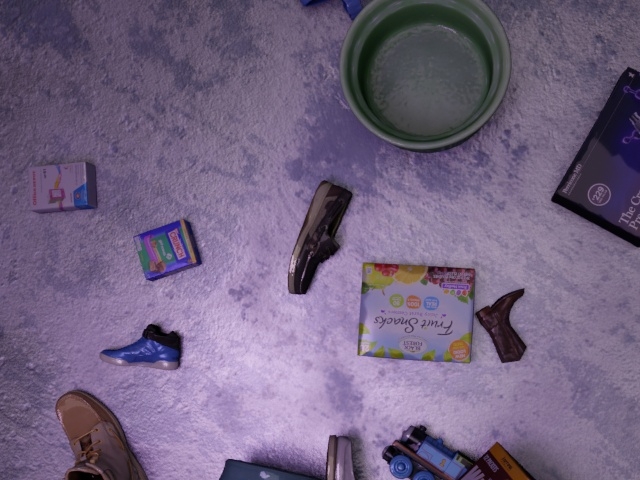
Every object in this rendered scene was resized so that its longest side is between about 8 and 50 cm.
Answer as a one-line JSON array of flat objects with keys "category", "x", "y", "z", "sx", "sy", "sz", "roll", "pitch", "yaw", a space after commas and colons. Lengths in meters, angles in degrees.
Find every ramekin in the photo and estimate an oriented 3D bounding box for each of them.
[{"category": "ramekin", "x": 0.192, "y": -0.304, "z": 1.750, "sx": 0.303, "sy": 0.148, "sz": 0.303, "roll": -1, "pitch": 85, "yaw": 8}]

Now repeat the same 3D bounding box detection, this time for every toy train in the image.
[{"category": "toy train", "x": 0.203, "y": 0.410, "z": 1.723, "sx": 0.184, "sy": 0.080, "sz": 0.105, "roll": 33, "pitch": 82, "yaw": 11}]

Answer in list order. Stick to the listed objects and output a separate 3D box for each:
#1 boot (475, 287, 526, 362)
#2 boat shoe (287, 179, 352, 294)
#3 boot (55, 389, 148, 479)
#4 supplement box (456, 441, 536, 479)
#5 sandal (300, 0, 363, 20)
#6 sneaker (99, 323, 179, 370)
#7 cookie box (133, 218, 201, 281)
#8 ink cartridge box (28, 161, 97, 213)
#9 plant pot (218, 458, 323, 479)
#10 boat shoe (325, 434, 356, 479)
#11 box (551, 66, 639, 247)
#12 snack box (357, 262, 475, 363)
[{"category": "boot", "x": 0.352, "y": 0.157, "z": 1.743, "sx": 0.106, "sy": 0.037, "sz": 0.114, "roll": -31, "pitch": 86, "yaw": 1}, {"category": "boat shoe", "x": 0.000, "y": 0.000, "z": 1.786, "sx": 0.073, "sy": 0.080, "sz": 0.224, "roll": 16, "pitch": 83, "yaw": 15}, {"category": "boot", "x": -0.426, "y": 0.394, "z": 1.750, "sx": 0.095, "sy": 0.203, "sz": 0.262, "roll": -34, "pitch": 82, "yaw": 3}, {"category": "supplement box", "x": 0.313, "y": 0.492, "z": 1.631, "sx": 0.194, "sy": 0.129, "sz": 0.191, "roll": -44, "pitch": 112, "yaw": 2}, {"category": "sandal", "x": -0.015, "y": -0.510, "z": 1.817, "sx": 0.317, "sy": 0.126, "sz": 0.138, "roll": 15, "pitch": 91, "yaw": 11}, {"category": "sneaker", "x": -0.344, "y": 0.198, "z": 1.829, "sx": 0.152, "sy": 0.058, "sz": 0.085, "roll": 6, "pitch": 91, "yaw": 5}, {"category": "cookie box", "x": -0.296, "y": 0.019, "z": 1.848, "sx": 0.107, "sy": 0.040, "sz": 0.092, "roll": -19, "pitch": 82, "yaw": 6}, {"category": "ink cartridge box", "x": -0.510, "y": -0.104, "z": 1.886, "sx": 0.122, "sy": 0.052, "sz": 0.089, "roll": -5, "pitch": 84, "yaw": 9}, {"category": "plant pot", "x": -0.105, "y": 0.525, "z": 1.675, "sx": 0.271, "sy": 0.272, "sz": 0.255, "roll": 11, "pitch": 76, "yaw": 9}, {"category": "boat shoe", "x": 0.063, "y": 0.499, "z": 1.724, "sx": 0.103, "sy": 0.113, "sz": 0.302, "roll": -4, "pitch": 91, "yaw": 2}, {"category": "box", "x": 0.559, "y": -0.147, "z": 1.707, "sx": 0.184, "sy": 0.103, "sz": 0.261, "roll": 29, "pitch": 90, "yaw": 13}, {"category": "snack box", "x": 0.177, "y": 0.133, "z": 1.753, "sx": 0.207, "sy": 0.070, "sz": 0.175, "roll": 4, "pitch": 85, "yaw": 10}]
